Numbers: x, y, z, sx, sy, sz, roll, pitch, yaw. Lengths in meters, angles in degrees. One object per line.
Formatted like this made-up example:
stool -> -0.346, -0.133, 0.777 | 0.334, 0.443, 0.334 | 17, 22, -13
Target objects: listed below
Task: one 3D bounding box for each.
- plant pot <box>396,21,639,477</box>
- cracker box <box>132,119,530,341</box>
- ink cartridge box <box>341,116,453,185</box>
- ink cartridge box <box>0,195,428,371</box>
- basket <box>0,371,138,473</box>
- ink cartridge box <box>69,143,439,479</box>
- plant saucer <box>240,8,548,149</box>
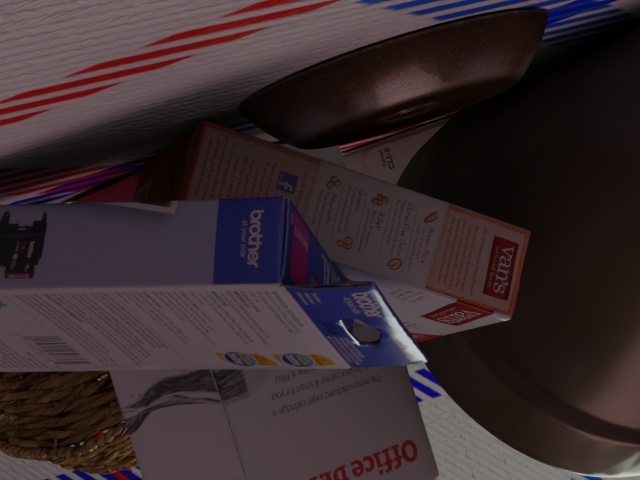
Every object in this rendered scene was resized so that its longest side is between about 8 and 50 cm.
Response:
plant pot -> 0.249, -0.023, 1.301 | 0.323, 0.323, 0.280 | -15, 161, -31
cracker box -> 0.000, 0.000, 1.177 | 0.232, 0.067, 0.156 | 17, 166, -16
ink cartridge box -> 0.113, -0.036, 1.602 | 0.127, 0.128, 0.176 | -18, 177, 21
ink cartridge box -> -0.100, 0.031, 1.071 | 0.311, 0.065, 0.186 | 1, 162, 14
basket -> -0.191, 0.146, 1.924 | 0.299, 0.213, 0.223 | -19, 156, 33
ink cartridge box -> -0.050, 0.080, 1.328 | 0.117, 0.283, 0.207 | -20, 176, 42
plant saucer -> 0.050, -0.093, 1.096 | 0.199, 0.036, 0.198 | -17, 178, -1
